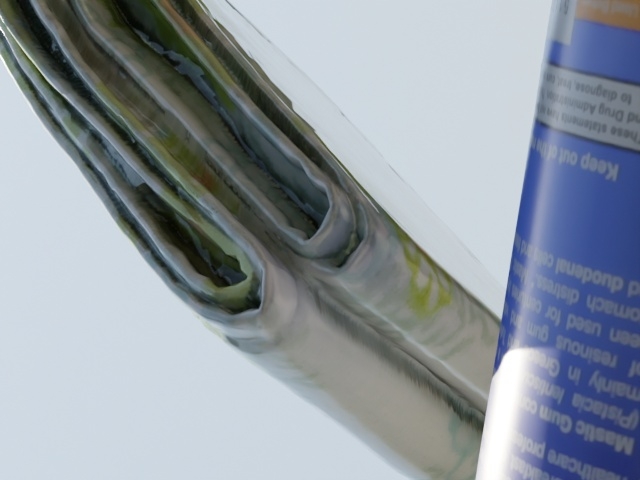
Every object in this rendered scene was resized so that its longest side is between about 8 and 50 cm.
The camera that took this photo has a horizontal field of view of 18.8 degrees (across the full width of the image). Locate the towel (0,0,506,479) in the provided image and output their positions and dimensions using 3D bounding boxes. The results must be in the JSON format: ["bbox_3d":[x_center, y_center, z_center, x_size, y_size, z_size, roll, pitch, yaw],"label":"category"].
[{"bbox_3d":[0.000,0.000,0.898,0.374,0.090,0.320,40,-171,-50],"label":"towel"}]

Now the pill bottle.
[{"bbox_3d":[0.127,0.044,0.580,0.152,0.152,0.272,-12,-67,-65],"label":"pill bottle"}]
